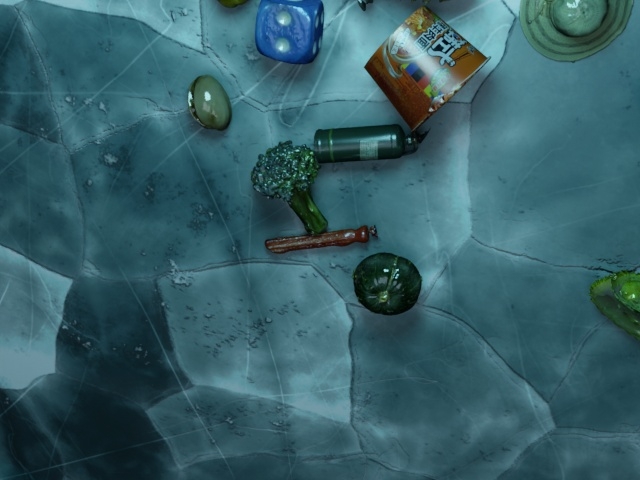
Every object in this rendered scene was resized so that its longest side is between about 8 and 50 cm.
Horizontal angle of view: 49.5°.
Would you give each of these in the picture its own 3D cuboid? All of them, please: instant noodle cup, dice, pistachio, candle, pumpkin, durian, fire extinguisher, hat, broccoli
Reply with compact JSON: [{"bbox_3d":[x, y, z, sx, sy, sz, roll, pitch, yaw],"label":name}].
[{"bbox_3d":[0.234,-0.399,1.600,0.192,0.250,0.250,45,116,-2],"label":"instant noodle cup"},{"bbox_3d":[-0.071,-0.508,1.655,0.143,0.146,0.146,14,118,7],"label":"dice"},{"bbox_3d":[-0.287,-0.355,1.804,0.113,0.113,0.149,-5,108,15],"label":"pistachio"},{"bbox_3d":[0.000,0.000,1.950,0.329,0.048,0.051,-7,101,16],"label":"candle"},{"bbox_3d":[0.183,0.121,1.914,0.190,0.146,0.190,19,128,27],"label":"pumpkin"},{"bbox_3d":[0.834,0.198,1.800,0.352,0.169,0.158,35,117,-8],"label":"durian"},{"bbox_3d":[0.136,-0.250,1.773,0.295,0.093,0.118,-2,141,13],"label":"fire extinguisher"},{"bbox_3d":[0.571,-0.510,1.538,0.252,0.110,0.252,5,116,9],"label":"hat"},{"bbox_3d":[-0.094,-0.125,1.860,0.199,0.177,0.274,5,135,17],"label":"broccoli"}]

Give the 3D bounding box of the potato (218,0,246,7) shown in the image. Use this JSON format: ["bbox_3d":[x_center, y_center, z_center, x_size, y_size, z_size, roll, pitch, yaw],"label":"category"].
[{"bbox_3d":[-0.239,-0.721,1.583,0.196,0.176,0.369,-24,116,-7],"label":"potato"}]

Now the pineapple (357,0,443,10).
[{"bbox_3d":[0.160,-0.617,1.532,0.357,0.223,0.222,-4,116,27],"label":"pineapple"}]
